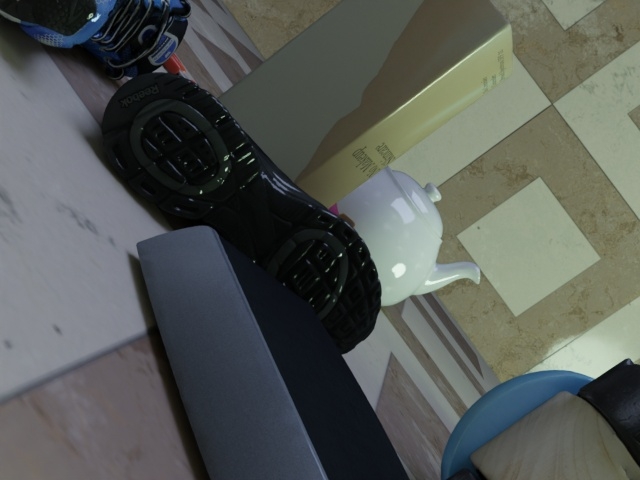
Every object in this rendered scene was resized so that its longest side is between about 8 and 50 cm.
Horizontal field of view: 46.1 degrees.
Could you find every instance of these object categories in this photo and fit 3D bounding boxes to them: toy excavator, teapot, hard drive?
[{"bbox_3d":[0.281,0.318,0.772,0.433,0.222,0.445,55,0,1],"label":"toy excavator"},{"bbox_3d":[0.108,-0.035,1.222,0.256,0.187,0.252,43,13,-46],"label":"teapot"},{"bbox_3d":[-0.011,0.109,0.435,0.172,0.054,0.254,43,13,-51],"label":"hard drive"}]

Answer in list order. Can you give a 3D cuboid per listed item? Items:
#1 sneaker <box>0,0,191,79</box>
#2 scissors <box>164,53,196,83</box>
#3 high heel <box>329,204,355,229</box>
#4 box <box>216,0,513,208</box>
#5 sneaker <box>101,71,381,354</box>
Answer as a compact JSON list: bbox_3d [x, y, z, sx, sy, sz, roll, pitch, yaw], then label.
[{"bbox_3d":[-0.165,-0.209,0.619,0.147,0.130,0.330,50,12,-24],"label":"sneaker"},{"bbox_3d":[-0.172,-0.210,0.954,0.297,0.021,0.109,50,7,-14],"label":"scissors"},{"bbox_3d":[0.000,0.000,0.964,0.244,0.082,0.117,-139,-141,-59],"label":"high heel"},{"bbox_3d":[0.026,-0.136,0.744,0.121,0.311,0.148,56,10,13],"label":"box"},{"bbox_3d":[-0.052,-0.024,0.609,0.286,0.109,0.130,52,2,-22],"label":"sneaker"}]
